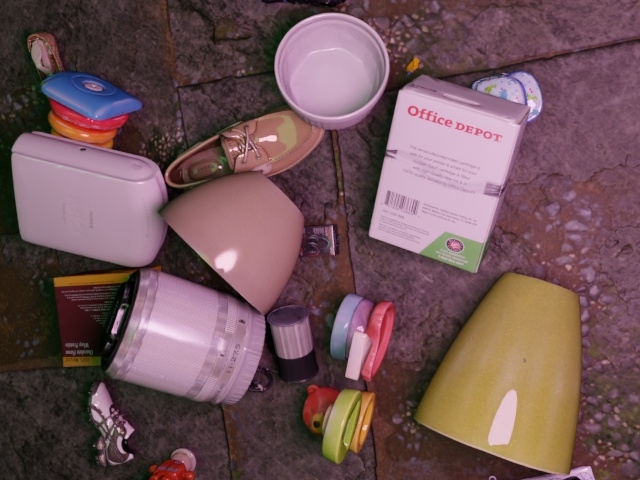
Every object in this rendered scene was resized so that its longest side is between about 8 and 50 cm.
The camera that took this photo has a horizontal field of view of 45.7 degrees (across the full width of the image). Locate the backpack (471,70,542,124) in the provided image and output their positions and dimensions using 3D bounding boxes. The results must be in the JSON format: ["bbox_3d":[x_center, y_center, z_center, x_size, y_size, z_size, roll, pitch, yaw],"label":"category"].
[{"bbox_3d":[0.334,-0.247,1.346,0.114,0.084,0.104,-13,93,17],"label":"backpack"}]

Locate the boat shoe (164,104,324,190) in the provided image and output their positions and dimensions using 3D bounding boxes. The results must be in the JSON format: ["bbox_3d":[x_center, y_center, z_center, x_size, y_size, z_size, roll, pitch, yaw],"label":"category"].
[{"bbox_3d":[-0.151,-0.174,1.511,0.341,0.110,0.121,-24,87,20],"label":"boat shoe"}]

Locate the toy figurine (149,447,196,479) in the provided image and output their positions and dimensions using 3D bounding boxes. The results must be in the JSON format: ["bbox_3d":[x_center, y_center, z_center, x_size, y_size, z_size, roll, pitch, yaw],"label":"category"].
[{"bbox_3d":[-0.315,0.581,1.633,0.213,0.148,0.209,-44,86,16],"label":"toy figurine"}]

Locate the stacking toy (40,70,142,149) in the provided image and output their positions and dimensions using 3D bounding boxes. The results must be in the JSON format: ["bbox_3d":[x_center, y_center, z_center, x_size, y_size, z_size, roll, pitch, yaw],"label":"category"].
[{"bbox_3d":[-0.519,-0.197,1.636,0.166,0.175,0.301,28,118,11],"label":"stacking toy"}]

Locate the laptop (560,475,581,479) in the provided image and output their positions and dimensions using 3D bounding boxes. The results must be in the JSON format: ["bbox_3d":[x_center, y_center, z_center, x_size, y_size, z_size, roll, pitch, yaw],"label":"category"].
[{"bbox_3d":[0.352,0.635,1.363,0.408,0.236,0.381,-27,85,14],"label":"laptop"}]

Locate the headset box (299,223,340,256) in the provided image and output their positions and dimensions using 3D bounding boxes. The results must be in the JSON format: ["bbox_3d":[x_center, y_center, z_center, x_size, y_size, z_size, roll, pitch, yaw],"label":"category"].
[{"bbox_3d":[0.000,0.000,1.516,0.083,0.032,0.062,-2,94,21],"label":"headset box"}]

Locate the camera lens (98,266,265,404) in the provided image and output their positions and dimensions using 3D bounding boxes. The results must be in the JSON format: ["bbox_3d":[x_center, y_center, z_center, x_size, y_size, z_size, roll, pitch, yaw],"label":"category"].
[{"bbox_3d":[-0.272,0.188,1.473,0.274,0.219,0.219,20,105,-20],"label":"camera lens"}]

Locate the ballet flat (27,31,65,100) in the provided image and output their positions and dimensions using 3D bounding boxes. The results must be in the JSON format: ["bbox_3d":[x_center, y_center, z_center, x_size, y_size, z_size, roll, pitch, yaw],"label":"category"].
[{"bbox_3d":[-0.597,-0.364,1.673,0.073,0.067,0.206,-25,87,19],"label":"ballet flat"}]

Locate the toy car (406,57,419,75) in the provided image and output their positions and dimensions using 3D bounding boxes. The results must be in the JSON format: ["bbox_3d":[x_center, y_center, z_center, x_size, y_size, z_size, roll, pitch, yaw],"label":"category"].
[{"bbox_3d":[0.194,-0.277,1.429,0.040,0.060,0.121,150,119,-62],"label":"toy car"}]

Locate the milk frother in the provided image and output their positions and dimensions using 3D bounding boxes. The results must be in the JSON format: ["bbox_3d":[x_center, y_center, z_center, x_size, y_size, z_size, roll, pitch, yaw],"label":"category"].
[{"bbox_3d":[-0.088,0.216,1.498,0.129,0.143,0.134,5,116,33],"label":"milk frother"}]

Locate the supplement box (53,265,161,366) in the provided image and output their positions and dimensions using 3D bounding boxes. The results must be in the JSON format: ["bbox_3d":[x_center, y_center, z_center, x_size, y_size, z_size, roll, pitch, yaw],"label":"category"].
[{"bbox_3d":[-0.448,0.162,1.640,0.192,0.129,0.194,-4,93,20],"label":"supplement box"}]

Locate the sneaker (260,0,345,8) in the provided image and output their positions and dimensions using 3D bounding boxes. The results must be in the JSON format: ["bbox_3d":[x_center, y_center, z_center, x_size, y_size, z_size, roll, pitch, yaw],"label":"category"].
[{"bbox_3d":[-0.012,-0.482,1.447,0.232,0.081,0.090,-14,83,19],"label":"sneaker"}]

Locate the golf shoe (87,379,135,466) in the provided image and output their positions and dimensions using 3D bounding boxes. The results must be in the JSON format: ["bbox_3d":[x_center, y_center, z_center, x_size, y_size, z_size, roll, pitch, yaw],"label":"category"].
[{"bbox_3d":[-0.465,0.406,1.709,0.094,0.077,0.198,-8,97,6],"label":"golf shoe"}]

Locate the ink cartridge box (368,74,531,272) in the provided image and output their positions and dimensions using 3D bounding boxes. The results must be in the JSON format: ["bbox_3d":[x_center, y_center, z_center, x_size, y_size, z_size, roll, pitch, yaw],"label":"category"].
[{"bbox_3d":[0.223,-0.119,1.333,0.211,0.121,0.289,21,122,17],"label":"ink cartridge box"}]

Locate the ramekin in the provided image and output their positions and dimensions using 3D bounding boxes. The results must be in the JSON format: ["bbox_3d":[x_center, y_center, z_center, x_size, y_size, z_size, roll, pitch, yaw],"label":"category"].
[{"bbox_3d":[0.022,-0.303,1.409,0.207,0.109,0.207,0,80,2],"label":"ramekin"}]

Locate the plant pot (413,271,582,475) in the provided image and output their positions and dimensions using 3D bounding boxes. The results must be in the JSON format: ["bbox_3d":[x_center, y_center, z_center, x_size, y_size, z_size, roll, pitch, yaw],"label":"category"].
[{"bbox_3d":[0.336,0.213,1.318,0.275,0.275,0.293,17,85,17],"label":"plant pot"}]

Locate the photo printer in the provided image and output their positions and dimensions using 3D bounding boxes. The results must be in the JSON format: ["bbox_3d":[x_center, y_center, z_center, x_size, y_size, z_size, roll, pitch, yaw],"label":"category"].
[{"bbox_3d":[-0.466,-0.076,1.566,0.308,0.107,0.256,14,131,1],"label":"photo printer"}]

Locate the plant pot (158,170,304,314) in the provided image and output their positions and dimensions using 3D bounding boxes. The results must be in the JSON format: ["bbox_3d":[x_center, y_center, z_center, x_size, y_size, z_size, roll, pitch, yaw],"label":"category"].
[{"bbox_3d":[-0.143,-0.022,1.461,0.284,0.284,0.191,43,84,11],"label":"plant pot"}]

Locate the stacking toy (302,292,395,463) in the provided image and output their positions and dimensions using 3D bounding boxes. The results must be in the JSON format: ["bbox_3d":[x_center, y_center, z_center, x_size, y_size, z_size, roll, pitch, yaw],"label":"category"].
[{"bbox_3d":[0.027,0.250,1.405,0.131,0.279,0.308,14,96,16],"label":"stacking toy"}]

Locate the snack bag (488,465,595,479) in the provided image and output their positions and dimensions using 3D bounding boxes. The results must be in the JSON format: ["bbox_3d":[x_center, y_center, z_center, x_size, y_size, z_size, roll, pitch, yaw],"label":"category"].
[{"bbox_3d":[0.386,0.604,1.438,0.343,0.037,0.322,-16,90,20],"label":"snack bag"}]
